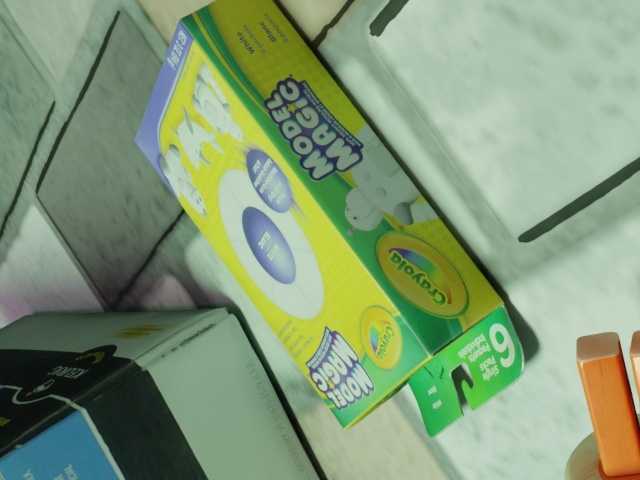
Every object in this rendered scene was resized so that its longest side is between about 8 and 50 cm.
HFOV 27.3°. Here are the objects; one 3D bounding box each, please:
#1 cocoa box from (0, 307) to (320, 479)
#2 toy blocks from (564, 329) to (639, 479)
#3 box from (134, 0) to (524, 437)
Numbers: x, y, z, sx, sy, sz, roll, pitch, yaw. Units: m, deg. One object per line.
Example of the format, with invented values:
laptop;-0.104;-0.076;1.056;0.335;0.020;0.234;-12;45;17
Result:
cocoa box;-0.164;0.191;0.779;0.347;0.228;0.231;-7;112;60
toy blocks;0.118;0.060;0.374;0.123;0.054;0.148;18;133;50
box;0.000;0.000;0.519;0.179;0.043;0.105;51;152;8
